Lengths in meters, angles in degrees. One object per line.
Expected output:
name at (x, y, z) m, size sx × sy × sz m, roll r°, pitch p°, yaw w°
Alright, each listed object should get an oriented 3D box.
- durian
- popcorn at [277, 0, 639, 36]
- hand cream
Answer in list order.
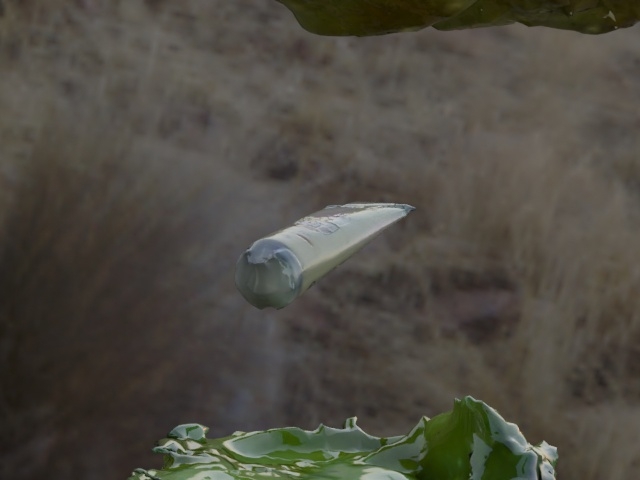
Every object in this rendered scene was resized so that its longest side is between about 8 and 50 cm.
durian at (-0.036, 0.215, 0.902) m, size 0.204 × 0.339 × 0.256 m, roll 21°, pitch -4°, yaw 38°
popcorn at (0.055, -0.227, 0.797) m, size 0.282 × 0.282 × 0.247 m, roll 2°, pitch 13°, yaw -32°
hand cream at (0.000, 0.000, 1.044) m, size 0.061 × 0.039 × 0.143 m, roll -3°, pitch 17°, yaw 28°
